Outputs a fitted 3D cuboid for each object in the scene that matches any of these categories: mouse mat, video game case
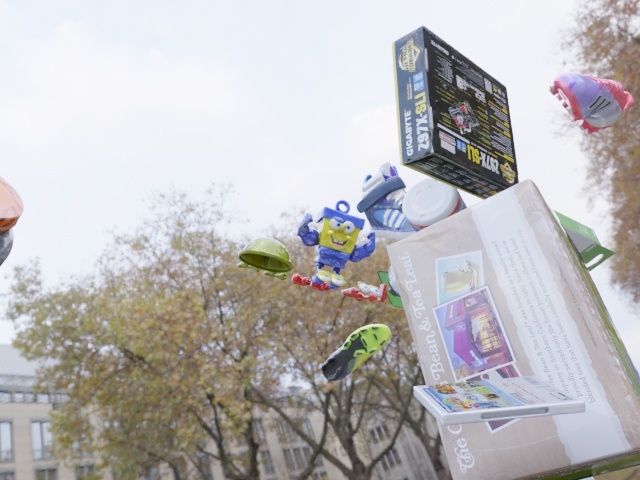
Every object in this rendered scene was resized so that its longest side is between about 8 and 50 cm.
[{"bbox_3d":[0.268,0.158,1.643,0.007,0.190,0.152,-44,-58,-32],"label":"mouse mat"},{"bbox_3d":[0.154,0.141,0.482,0.122,0.011,0.087,-3,1,-6],"label":"video game case"}]

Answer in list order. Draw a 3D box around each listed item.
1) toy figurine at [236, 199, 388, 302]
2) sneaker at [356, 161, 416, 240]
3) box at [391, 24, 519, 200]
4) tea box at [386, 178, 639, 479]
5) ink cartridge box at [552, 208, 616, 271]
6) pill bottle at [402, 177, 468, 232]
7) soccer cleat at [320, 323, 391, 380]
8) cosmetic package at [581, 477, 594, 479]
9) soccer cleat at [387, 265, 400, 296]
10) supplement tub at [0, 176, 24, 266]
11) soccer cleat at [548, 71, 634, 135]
[{"bbox_3d":[0.000,0.000,1.295,0.363,0.217,0.191,17,-13,-11],"label":"toy figurine"},{"bbox_3d":[0.250,-0.131,1.690,0.130,0.236,0.323,-22,15,-35],"label":"sneaker"},{"bbox_3d":[0.273,-0.233,1.063,0.322,0.256,0.079,13,-19,-42],"label":"box"},{"bbox_3d":[0.290,0.152,0.746,0.220,0.328,0.324,-28,-33,25],"label":"tea box"},{"bbox_3d":[0.657,0.007,1.432,0.209,0.062,0.109,21,-49,-19],"label":"ink cartridge box"},{"bbox_3d":[0.280,-0.031,1.204,0.124,0.124,0.221,-30,-46,15],"label":"pill bottle"},{"bbox_3d":[0.121,0.354,1.750,0.289,0.093,0.121,-43,-21,24],"label":"soccer cleat"},{"bbox_3d":[0.370,0.480,0.871,0.197,0.365,0.155,-18,-52,9],"label":"cosmetic package"},{"bbox_3d":[0.299,0.108,1.197,0.332,0.115,0.143,15,-23,-34],"label":"soccer cleat"},{"bbox_3d":[-0.598,0.033,0.797,0.316,0.193,0.194,-49,-35,10],"label":"supplement tub"},{"bbox_3d":[0.444,-0.235,0.877,0.095,0.083,0.248,-36,-23,28],"label":"soccer cleat"}]
